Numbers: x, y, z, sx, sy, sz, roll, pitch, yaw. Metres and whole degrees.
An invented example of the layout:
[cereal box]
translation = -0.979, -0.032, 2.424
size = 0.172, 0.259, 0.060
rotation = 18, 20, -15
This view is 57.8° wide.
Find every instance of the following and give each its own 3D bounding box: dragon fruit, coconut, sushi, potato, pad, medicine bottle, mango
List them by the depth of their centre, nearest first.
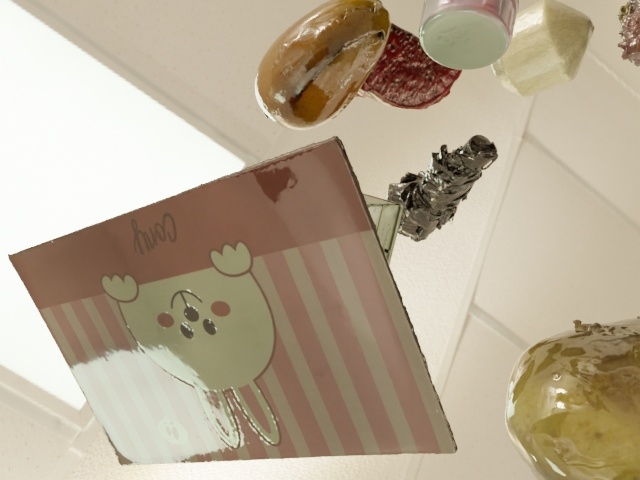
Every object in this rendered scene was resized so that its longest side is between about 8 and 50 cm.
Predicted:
[pad]
translation = -0.079, 0.068, 0.391
size = 0.005, 0.299, 0.202
rotation = -43, -65, -57
[potato]
translation = 0.290, 0.135, 0.452
size = 0.296, 0.191, 0.141
rotation = 4, -89, 2
[medicine bottle]
translation = 0.212, -0.343, 0.810
size = 0.135, 0.135, 0.169
rotation = 22, -112, -18
[mango]
translation = 0.001, -0.255, 0.834
size = 0.136, 0.236, 0.166
rotation = 48, -150, -3
[sushi]
translation = 0.582, -0.351, 0.987
size = 0.161, 0.107, 0.241
rotation = 43, -124, -31
[dragon fruit]
translation = 0.104, -0.323, 1.079
size = 0.262, 0.211, 0.134
rotation = 19, -79, -25
[coconut]
translation = 0.611, -0.529, 1.591
size = 0.237, 0.265, 0.238
rotation = 23, -123, -41

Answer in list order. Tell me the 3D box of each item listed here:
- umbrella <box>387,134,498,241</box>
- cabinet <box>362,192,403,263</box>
[umbrella]
translation = 0.220, -0.111, 1.138
size = 0.154, 0.337, 0.128
rotation = 12, -117, 0
[cabinet]
translation = 0.000, 0.000, 0.840
size = 0.206, 0.150, 0.145
rotation = -5, -69, -57
